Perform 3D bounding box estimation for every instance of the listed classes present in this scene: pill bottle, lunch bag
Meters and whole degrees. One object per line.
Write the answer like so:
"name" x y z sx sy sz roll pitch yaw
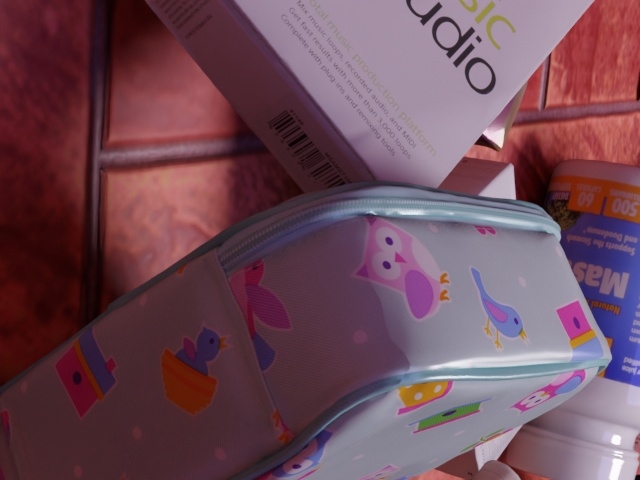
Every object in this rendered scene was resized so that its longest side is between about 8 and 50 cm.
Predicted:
"pill bottle" 0.247 0.077 1.089 0.152 0.152 0.272 21 82 -57
"lunch bag" -0.015 0.076 0.598 0.224 0.279 0.108 0 63 -50

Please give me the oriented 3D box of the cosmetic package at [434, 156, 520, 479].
"cosmetic package" 0.111 0.062 0.961 0.099 0.060 0.239 -43 133 -44

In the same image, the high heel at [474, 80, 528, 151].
"high heel" 0.000 0.000 0.758 0.181 0.127 0.377 29 74 -38

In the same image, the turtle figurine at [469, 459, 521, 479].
"turtle figurine" 0.089 0.291 0.863 0.266 0.275 0.198 -30 165 -31

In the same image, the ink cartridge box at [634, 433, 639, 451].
"ink cartridge box" 0.389 0.069 1.332 0.198 0.114 0.273 -41 132 -43

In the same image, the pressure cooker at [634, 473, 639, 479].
"pressure cooker" 0.329 0.464 1.142 0.376 0.369 0.420 -65 147 -37

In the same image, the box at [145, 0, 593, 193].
"box" 0.041 -0.180 0.683 0.232 0.058 0.322 50 51 -11
